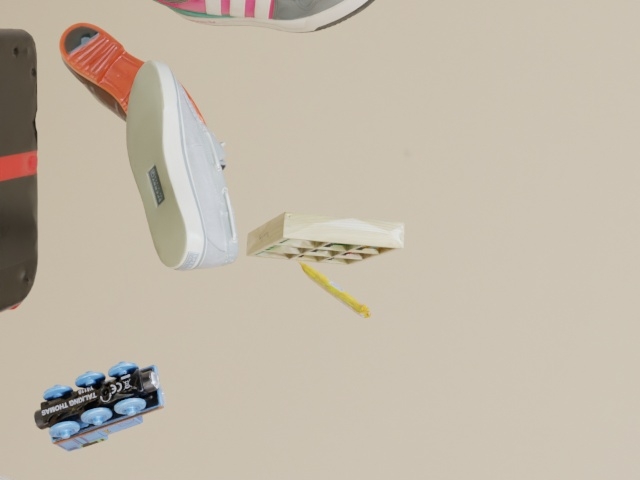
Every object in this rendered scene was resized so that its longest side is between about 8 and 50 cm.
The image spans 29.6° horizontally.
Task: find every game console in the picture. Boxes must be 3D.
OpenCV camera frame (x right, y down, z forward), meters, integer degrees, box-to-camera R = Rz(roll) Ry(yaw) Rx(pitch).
[{"bbox_3d":[-0.418,-0.060,1.320,0.060,0.341,0.386,3,10,14],"label":"game console"}]

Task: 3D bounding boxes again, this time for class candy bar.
[{"bbox_3d":[0.021,0.079,1.962,0.161,0.018,0.040,35,-11,32],"label":"candy bar"}]

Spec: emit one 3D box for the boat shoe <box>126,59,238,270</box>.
[{"bbox_3d":[-0.132,-0.072,1.187,0.081,0.227,0.079,5,-31,-39],"label":"boat shoe"}]

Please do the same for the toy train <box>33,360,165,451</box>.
[{"bbox_3d":[-0.295,0.224,1.648,0.184,0.080,0.105,-20,-27,8],"label":"toy train"}]

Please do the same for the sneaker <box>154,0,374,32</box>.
[{"bbox_3d":[-0.091,-0.285,1.183,0.296,0.123,0.178,3,-7,37],"label":"sneaker"}]

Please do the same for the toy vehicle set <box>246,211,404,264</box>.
[{"bbox_3d":[0.000,0.000,1.712,0.166,0.035,0.267,5,-7,-13],"label":"toy vehicle set"}]

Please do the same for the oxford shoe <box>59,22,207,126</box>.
[{"bbox_3d":[-0.279,-0.221,1.840,0.271,0.097,0.098,43,-16,-1],"label":"oxford shoe"}]

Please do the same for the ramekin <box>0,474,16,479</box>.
[{"bbox_3d":[-0.414,0.370,1.437,0.109,0.207,0.207,6,-18,17],"label":"ramekin"}]
